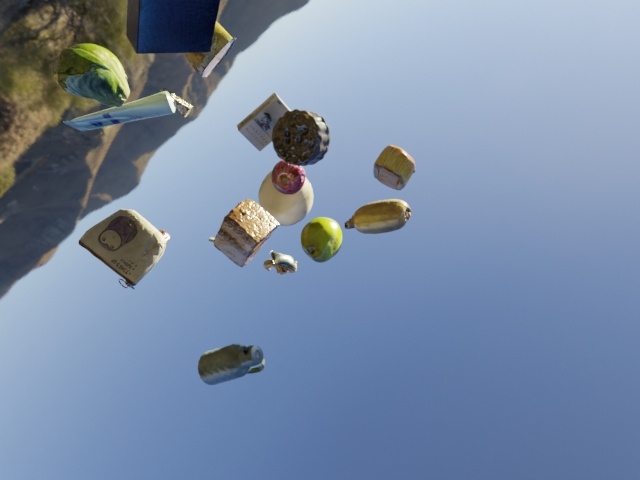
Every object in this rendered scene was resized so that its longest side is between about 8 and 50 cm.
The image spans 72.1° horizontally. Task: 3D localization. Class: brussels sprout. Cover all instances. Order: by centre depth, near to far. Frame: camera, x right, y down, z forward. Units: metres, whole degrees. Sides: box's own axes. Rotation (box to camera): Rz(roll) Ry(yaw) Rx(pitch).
[{"bbox_3d":[-0.589,-0.430,1.144,0.145,0.183,0.131,-49,-134,40],"label":"brussels sprout"}]

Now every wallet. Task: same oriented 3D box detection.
[{"bbox_3d":[-0.831,0.021,1.879,0.274,0.335,0.068,-49,175,-25],"label":"wallet"}]

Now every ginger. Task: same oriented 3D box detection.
[{"bbox_3d":[-0.215,0.140,2.309,0.288,0.075,0.089,-2,-115,46],"label":"ginger"}]

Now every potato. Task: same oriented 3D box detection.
[{"bbox_3d":[-0.513,-0.857,1.830,0.229,0.266,0.229,-40,-165,13],"label":"potato"}]

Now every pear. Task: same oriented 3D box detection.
[{"bbox_3d":[0.000,0.000,1.942,0.188,0.187,0.219,-14,-142,39],"label":"pear"}]

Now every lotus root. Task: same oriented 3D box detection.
[{"bbox_3d":[0.265,-0.113,2.111,0.343,0.151,0.169,-6,-152,29],"label":"lotus root"}]

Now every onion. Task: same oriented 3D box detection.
[{"bbox_3d":[-0.160,-0.317,2.199,0.177,0.177,0.153,-32,166,14],"label":"onion"}]

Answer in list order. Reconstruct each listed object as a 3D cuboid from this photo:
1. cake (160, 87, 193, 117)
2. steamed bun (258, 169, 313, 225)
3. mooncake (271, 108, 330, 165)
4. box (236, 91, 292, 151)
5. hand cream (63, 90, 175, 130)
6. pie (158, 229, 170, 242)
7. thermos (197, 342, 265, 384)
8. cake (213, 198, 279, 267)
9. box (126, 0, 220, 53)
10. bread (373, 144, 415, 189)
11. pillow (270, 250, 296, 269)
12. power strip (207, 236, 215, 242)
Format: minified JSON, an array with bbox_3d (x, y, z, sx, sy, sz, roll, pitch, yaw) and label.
[{"bbox_3d":[-0.575,-0.565,1.767,0.055,0.140,0.051,-32,-153,21],"label":"cake"},{"bbox_3d":[-0.200,-0.240,2.410,0.325,0.323,0.206,-19,176,33],"label":"steamed bun"},{"bbox_3d":[-0.080,-0.404,1.744,0.228,0.228,0.124,-22,-174,30],"label":"mooncake"},{"bbox_3d":[-0.240,-0.531,1.981,0.233,0.149,0.067,-37,-136,11],"label":"box"},{"bbox_3d":[-0.606,-0.393,1.354,0.321,0.067,0.109,-13,-179,-1],"label":"hand cream"},{"bbox_3d":[-0.885,0.014,2.276,0.219,0.054,0.204,-25,-156,-1],"label":"pie"},{"bbox_3d":[-0.353,0.510,1.823,0.287,0.182,0.144,-21,-138,29],"label":"thermos"},{"bbox_3d":[-0.356,-0.020,2.031,0.293,0.199,0.196,-51,-179,43],"label":"cake"},{"bbox_3d":[-0.508,-0.788,1.514,0.279,0.116,0.261,-20,160,-35],"label":"box"},{"bbox_3d":[0.260,-0.255,1.537,0.114,0.132,0.190,-56,171,0],"label":"bread"},{"bbox_3d":[-0.182,0.097,2.159,0.055,0.136,0.091,-33,-135,43],"label":"pillow"},{"bbox_3d":[-0.611,0.004,2.625,0.051,0.136,0.019,-95,-159,-76],"label":"power strip"}]
